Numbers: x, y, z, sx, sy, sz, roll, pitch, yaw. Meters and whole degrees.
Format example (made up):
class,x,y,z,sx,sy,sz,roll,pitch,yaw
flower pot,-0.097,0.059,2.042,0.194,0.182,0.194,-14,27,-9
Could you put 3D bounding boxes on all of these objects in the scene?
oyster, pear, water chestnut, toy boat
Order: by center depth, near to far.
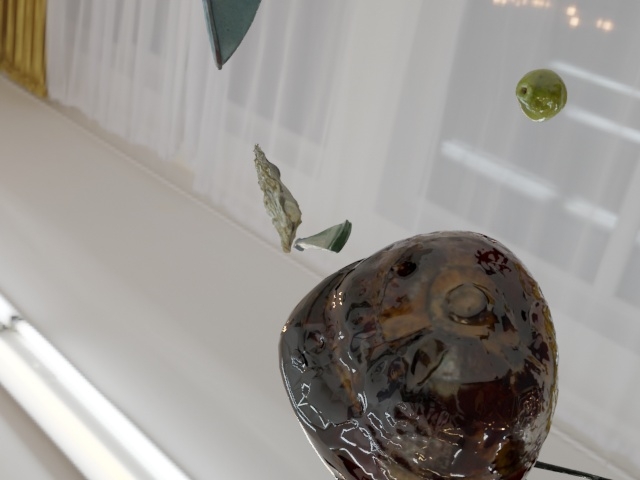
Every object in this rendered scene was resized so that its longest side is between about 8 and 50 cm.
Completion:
class,x,y,z,sx,sy,sz,roll,pitch,yaw
toy boat,-0.084,-0.224,0.802,0.096,0.122,0.034,-12,-160,-13
water chestnut,0.106,0.130,0.822,0.244,0.289,0.289,24,-169,-39
oyster,-0.061,-0.072,1.221,0.045,0.146,0.121,-19,-141,17
pear,0.389,-0.254,1.508,0.097,0.092,0.092,-6,-152,-41

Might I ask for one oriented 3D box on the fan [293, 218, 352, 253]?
class,x,y,z,sx,sy,sz,roll,pitch,yaw
fan,0.000,0.000,0.969,0.016,0.038,0.193,32,170,-12

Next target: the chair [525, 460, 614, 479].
class,x,y,z,sx,sy,sz,roll,pitch,yaw
chair,0.299,0.326,0.899,0.221,0.140,0.145,9,-164,-15
